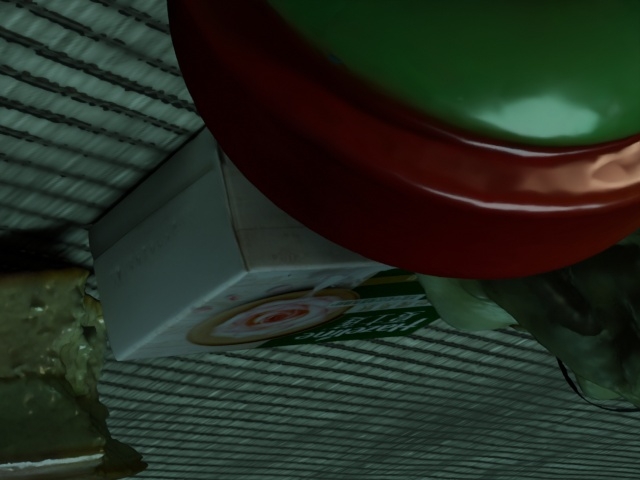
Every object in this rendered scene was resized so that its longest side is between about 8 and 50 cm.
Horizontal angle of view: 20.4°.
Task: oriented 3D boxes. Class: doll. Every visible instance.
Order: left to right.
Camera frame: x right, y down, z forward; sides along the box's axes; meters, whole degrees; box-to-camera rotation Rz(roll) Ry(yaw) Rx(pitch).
[{"bbox_3d":[0.040,-0.075,0.514,0.183,0.160,0.363,31,163,5],"label":"doll"}]

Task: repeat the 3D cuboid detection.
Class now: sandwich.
[{"bbox_3d":[-0.200,0.077,0.908,0.186,0.108,0.220,-15,164,21],"label":"sandwich"}]

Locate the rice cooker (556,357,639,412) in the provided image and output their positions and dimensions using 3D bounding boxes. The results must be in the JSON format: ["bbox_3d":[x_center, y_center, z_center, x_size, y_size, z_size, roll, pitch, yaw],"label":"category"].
[{"bbox_3d":[0.229,0.025,1.088,0.203,0.142,0.118,-23,150,25],"label":"rice cooker"}]

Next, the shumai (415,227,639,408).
[{"bbox_3d":[0.142,-0.032,0.754,0.218,0.256,0.189,0,132,21],"label":"shumai"}]

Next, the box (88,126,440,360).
[{"bbox_3d":[0.000,0.000,0.911,0.199,0.081,0.135,0,159,-35],"label":"box"}]
